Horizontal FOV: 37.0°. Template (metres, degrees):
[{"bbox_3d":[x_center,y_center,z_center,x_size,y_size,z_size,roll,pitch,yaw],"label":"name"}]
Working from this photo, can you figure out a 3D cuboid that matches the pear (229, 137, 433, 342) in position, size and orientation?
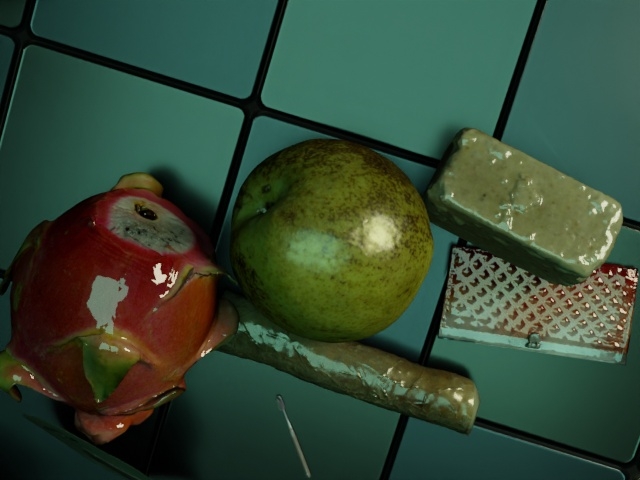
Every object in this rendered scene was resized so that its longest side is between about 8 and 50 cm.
[{"bbox_3d":[0.000,0.000,0.905,0.197,0.197,0.197,0,97,3],"label":"pear"}]

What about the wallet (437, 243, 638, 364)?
[{"bbox_3d":[0.226,0.066,0.994,0.196,0.020,0.103,8,95,3],"label":"wallet"}]

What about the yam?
[{"bbox_3d":[0.024,0.129,0.992,0.300,0.066,0.066,21,98,0],"label":"yam"}]

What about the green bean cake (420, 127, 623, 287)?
[{"bbox_3d":[0.190,-0.029,0.931,0.179,0.109,0.085,28,80,0],"label":"green bean cake"}]

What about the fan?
[{"bbox_3d":[-0.175,0.258,0.993,0.310,0.182,0.010,37,68,-21],"label":"fan"}]

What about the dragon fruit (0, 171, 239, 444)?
[{"bbox_3d":[-0.195,0.065,0.916,0.224,0.224,0.227,37,118,-2],"label":"dragon fruit"}]

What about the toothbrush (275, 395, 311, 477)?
[{"bbox_3d":[-0.029,0.212,1.032,0.006,0.008,0.097,-19,97,19],"label":"toothbrush"}]
